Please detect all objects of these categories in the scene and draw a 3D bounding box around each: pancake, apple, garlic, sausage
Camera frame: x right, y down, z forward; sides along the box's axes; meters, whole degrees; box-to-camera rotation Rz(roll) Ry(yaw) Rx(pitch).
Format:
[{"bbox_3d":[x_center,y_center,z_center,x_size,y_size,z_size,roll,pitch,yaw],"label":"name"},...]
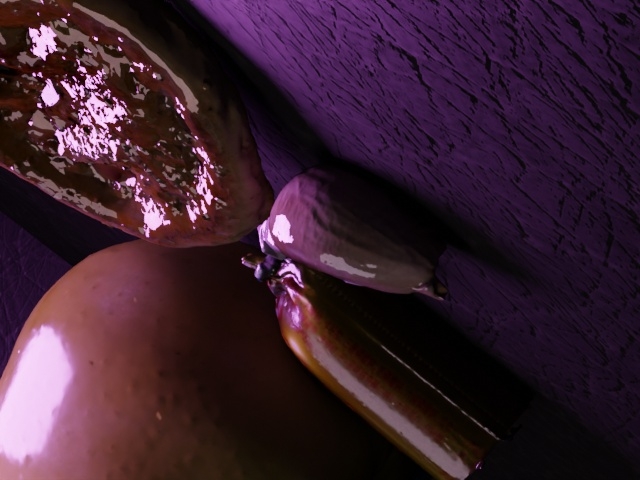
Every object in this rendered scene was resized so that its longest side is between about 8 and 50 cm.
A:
[{"bbox_3d":[-0.195,-0.106,1.564,0.356,0.065,0.356,22,154,12],"label":"pancake"},{"bbox_3d":[-0.120,0.221,1.985,0.473,0.473,0.473,37,170,8],"label":"apple"},{"bbox_3d":[0.022,-0.010,1.485,0.101,0.087,0.195,29,174,-39],"label":"garlic"},{"bbox_3d":[0.052,0.111,1.784,0.317,0.117,0.125,38,179,0],"label":"sausage"}]

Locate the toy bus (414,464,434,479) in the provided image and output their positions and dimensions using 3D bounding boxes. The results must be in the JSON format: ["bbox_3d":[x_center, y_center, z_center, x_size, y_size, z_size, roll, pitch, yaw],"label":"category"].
[{"bbox_3d":[0.092,0.274,2.448,0.103,0.091,0.182,42,167,-18],"label":"toy bus"}]

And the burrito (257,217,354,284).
[{"bbox_3d":[0.001,0.001,1.663,0.064,0.064,0.203,43,167,-24],"label":"burrito"}]
